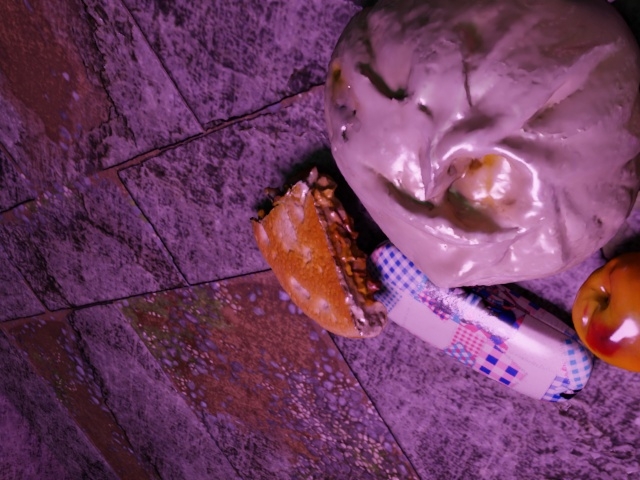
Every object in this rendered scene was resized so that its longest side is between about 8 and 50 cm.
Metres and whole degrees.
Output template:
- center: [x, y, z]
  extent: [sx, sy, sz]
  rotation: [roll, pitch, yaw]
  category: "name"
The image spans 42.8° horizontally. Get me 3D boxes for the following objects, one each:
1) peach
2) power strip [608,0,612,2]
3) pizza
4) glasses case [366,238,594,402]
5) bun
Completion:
- center: [0.361, 0.085, 0.922]
  extent: [0.138, 0.138, 0.138]
  rotation: [20, 134, 22]
  category: "peach"
- center: [0.207, -0.340, 0.686]
  extent: [0.080, 0.048, 0.286]
  rotation: [-7, 104, 61]
  category: "power strip"
- center: [0.000, 0.000, 1.123]
  extent: [0.289, 0.081, 0.229]
  rotation: [38, 138, 46]
  category: "pizza"
- center: [0.203, 0.107, 1.092]
  extent: [0.327, 0.076, 0.125]
  rotation: [29, 136, 15]
  category: "glasses case"
- center: [0.151, -0.097, 0.856]
  extent: [0.365, 0.219, 0.365]
  rotation: [21, 132, 25]
  category: "bun"
